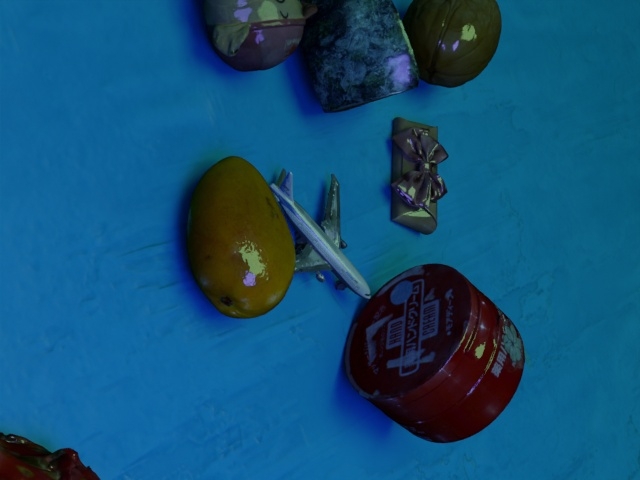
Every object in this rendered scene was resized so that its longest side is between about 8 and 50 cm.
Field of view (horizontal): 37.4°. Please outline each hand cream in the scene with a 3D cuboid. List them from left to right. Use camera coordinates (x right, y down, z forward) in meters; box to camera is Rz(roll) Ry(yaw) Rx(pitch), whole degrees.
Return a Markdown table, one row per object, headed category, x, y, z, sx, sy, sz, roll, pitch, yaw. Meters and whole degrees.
| category | x | y | z | sx | sy | sz | roll | pitch | yaw |
| --- | --- | --- | --- | --- | --- | --- | --- | --- | --- |
| hand cream | 0.160 | 0.160 | 1.327 | 0.149 | 0.230 | 0.230 | 44 | 49 | -32 |

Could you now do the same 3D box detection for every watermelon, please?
| category | x | y | z | sx | sy | sz | roll | pitch | yaw |
| --- | --- | --- | --- | --- | --- | --- | --- | --- | --- |
| watermelon | 0.038 | -0.308 | 1.435 | 0.226 | 0.148 | 0.318 | 63 | 6 | -56 |

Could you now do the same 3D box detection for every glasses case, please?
| category | x | y | z | sx | sy | sz | roll | pitch | yaw |
| --- | --- | --- | --- | --- | --- | --- | --- | --- | --- |
| glasses case | 0.156 | -0.118 | 1.529 | 0.102 | 0.070 | 0.193 | 22 | 61 | -39 |

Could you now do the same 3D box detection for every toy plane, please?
| category | x | y | z | sx | sy | sz | roll | pitch | yaw |
| --- | --- | --- | --- | --- | --- | --- | --- | --- | --- |
| toy plane | -0.003 | 0.000 | 1.329 | 0.226 | 0.058 | 0.226 | 56 | 43 | -22 |

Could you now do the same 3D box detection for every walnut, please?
| category | x | y | z | sx | sy | sz | roll | pitch | yaw |
| --- | --- | --- | --- | --- | --- | --- | --- | --- | --- |
| walnut | 0.220 | -0.352 | 1.604 | 0.167 | 0.167 | 0.207 | 46 | 48 | -26 |

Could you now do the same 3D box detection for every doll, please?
| category | x | y | z | sx | sy | sz | roll | pitch | yaw |
| --- | --- | --- | --- | --- | --- | --- | --- | --- | --- |
| doll | -0.099 | -0.359 | 1.282 | 0.196 | 0.152 | 0.255 | -27 | 101 | -35 |

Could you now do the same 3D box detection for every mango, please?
| category | x | y | z | sx | sy | sz | roll | pitch | yaw |
| --- | --- | --- | --- | --- | --- | --- | --- | --- | --- |
| mango | -0.099 | -0.013 | 1.190 | 0.141 | 0.102 | 0.217 | 3 | 63 | -19 |

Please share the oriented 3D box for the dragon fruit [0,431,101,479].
| category | x | y | z | sx | sy | sz | roll | pitch | yaw |
| --- | --- | --- | --- | --- | --- | --- | --- | --- | --- |
| dragon fruit | -0.302 | 0.248 | 0.875 | 0.262 | 0.134 | 0.211 | -35 | 96 | -46 |
